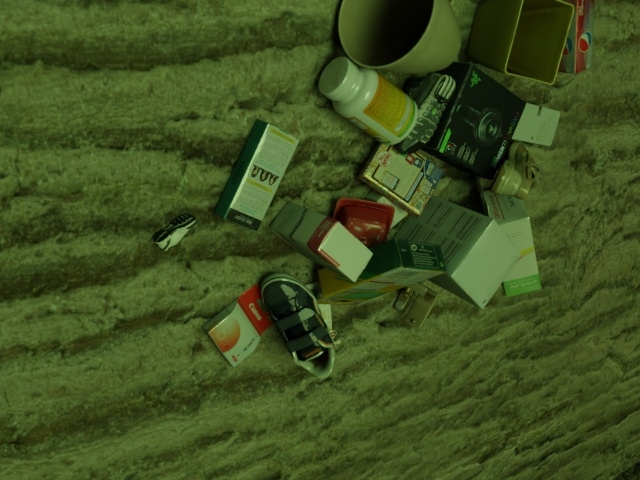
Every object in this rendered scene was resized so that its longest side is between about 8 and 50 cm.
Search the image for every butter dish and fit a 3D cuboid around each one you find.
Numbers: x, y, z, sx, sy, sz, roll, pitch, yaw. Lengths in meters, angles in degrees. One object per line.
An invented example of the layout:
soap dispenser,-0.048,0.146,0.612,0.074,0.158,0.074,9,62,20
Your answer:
butter dish,0.109,-0.015,1.652,0.160,0.118,0.160,9,125,-8

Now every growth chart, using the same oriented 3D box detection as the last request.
growth chart,-0.030,0.221,1.757,0.171,0.021,0.238,-21,119,-25

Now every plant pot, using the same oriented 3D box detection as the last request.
plant pot,0.528,-0.558,1.725,0.212,0.187,0.212,1,108,-34
plant pot,0.223,-0.509,1.522,0.274,0.256,0.257,4,107,-53

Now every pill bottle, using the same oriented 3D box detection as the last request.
pill bottle,0.116,-0.346,1.554,0.245,0.136,0.137,26,93,-39

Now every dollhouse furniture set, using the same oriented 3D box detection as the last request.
dollhouse furniture set,0.254,0.175,1.858,0.123,0.144,0.151,-61,165,2

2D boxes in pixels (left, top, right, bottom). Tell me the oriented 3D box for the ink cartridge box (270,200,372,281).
ink cartridge box,0.000,0.000,1.562,0.158,0.217,0.092,42,78,-38

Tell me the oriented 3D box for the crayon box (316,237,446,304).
crayon box,0.141,0.090,1.678,0.203,0.322,0.083,8,64,-47

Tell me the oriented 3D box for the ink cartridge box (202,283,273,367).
ink cartridge box,-0.194,0.221,1.628,0.179,0.045,0.146,-37,126,-14

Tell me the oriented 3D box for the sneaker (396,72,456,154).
sneaker,0.253,-0.343,1.663,0.086,0.132,0.229,24,105,-39

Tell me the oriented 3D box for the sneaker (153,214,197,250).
sneaker,-0.329,-0.019,1.445,0.109,0.040,0.044,-35,141,-14

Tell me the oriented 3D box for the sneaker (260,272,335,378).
sneaker,-0.045,0.227,1.644,0.126,0.128,0.321,-27,121,11

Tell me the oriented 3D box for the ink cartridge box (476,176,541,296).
ink cartridge box,0.582,-0.029,1.952,0.119,0.207,0.354,-14,124,12

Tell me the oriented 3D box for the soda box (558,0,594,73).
soda box,0.767,-0.648,1.916,0.083,0.092,0.264,-25,121,-24

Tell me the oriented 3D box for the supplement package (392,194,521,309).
supplement package,0.384,0.026,1.811,0.198,0.262,0.199,-53,129,-5

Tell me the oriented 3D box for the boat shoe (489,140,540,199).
boat shoe,0.583,-0.199,1.867,0.341,0.110,0.122,-47,159,-55

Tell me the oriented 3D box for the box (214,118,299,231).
box,-0.151,-0.153,1.495,0.100,0.060,0.244,23,94,-38

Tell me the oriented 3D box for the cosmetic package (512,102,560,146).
cosmetic package,0.623,-0.364,1.936,0.231,0.085,0.118,0,108,-36

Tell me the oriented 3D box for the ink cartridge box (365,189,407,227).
ink cartridge box,0.195,-0.107,1.754,0.181,0.061,0.104,-39,124,-17

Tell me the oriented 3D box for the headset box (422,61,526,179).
headset box,0.403,-0.337,1.762,0.283,0.131,0.247,20,96,-38

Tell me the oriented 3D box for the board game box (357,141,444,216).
board game box,0.217,-0.177,1.689,0.193,0.045,0.147,34,77,-13
